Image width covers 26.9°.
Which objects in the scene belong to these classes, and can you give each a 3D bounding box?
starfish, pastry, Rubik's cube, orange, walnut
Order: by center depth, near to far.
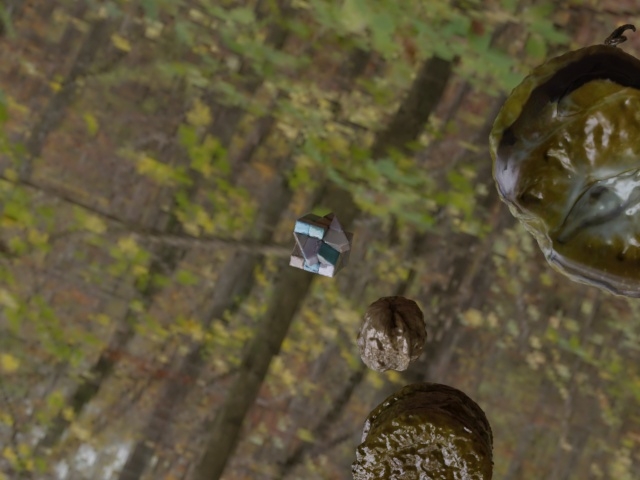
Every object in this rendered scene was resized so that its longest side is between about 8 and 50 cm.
[{"bbox_3d":[0.080,0.107,1.500,0.079,0.096,0.082,-14,-134,-19],"label":"walnut"},{"bbox_3d":[0.002,0.000,1.673,0.075,0.073,0.084,11,-163,1],"label":"Rubik's cube"},{"bbox_3d":[0.140,0.289,1.795,0.189,0.188,0.103,22,-161,-1],"label":"pastry"},{"bbox_3d":[0.390,-0.094,1.851,0.368,0.271,0.210,52,-174,-14],"label":"orange"},{"bbox_3d":[0.408,-0.265,1.883,0.028,0.091,0.078,33,134,-1],"label":"starfish"}]
